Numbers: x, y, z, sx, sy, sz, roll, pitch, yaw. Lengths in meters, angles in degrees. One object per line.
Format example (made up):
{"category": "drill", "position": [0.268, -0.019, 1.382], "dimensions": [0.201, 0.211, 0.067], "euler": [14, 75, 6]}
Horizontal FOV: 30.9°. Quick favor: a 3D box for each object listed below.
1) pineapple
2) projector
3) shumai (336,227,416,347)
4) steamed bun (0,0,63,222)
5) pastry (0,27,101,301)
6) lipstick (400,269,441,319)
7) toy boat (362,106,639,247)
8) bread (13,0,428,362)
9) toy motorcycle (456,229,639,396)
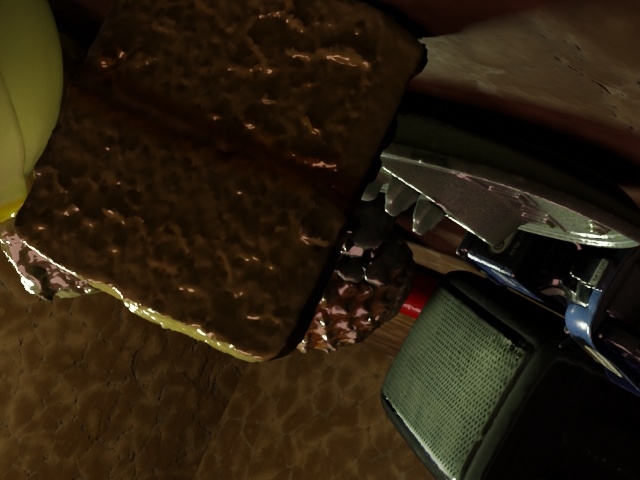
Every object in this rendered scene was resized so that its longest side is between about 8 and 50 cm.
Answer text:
{"category": "pineapple", "position": [0.000, -0.002, 1.298], "dimensions": [0.223, 0.222, 0.357], "euler": [25, 161, 0]}
{"category": "projector", "position": [0.318, 0.233, 1.433], "dimensions": [0.395, 0.242, 0.405], "euler": [28, -176, -14]}
{"category": "shumai", "position": [0.016, 0.036, 1.589], "dimensions": [0.175, 0.206, 0.166], "euler": [-121, 13, -54]}
{"category": "steamed bun", "position": [-0.396, -0.162, 0.986], "dimensions": [0.374, 0.333, 0.334], "euler": [21, 171, 38]}
{"category": "pastry", "position": [-0.291, -0.094, 1.299], "dimensions": [0.136, 0.329, 0.329], "euler": [-15, 164, 8]}
{"category": "lipstick", "position": [0.154, 0.085, 1.759], "dimensions": [0.241, 0.080, 0.080], "euler": [23, 172, 23]}
{"category": "toy boat", "position": [0.121, -0.045, 0.953], "dimensions": [0.320, 0.092, 0.141], "euler": [18, 171, 38]}
{"category": "bread", "position": [-0.049, -0.048, 0.867], "dimensions": [0.236, 0.263, 0.198], "euler": [20, 173, 28]}
{"category": "toy motorcycle", "position": [0.301, 0.074, 1.115], "dimensions": [0.358, 0.125, 0.213], "euler": [35, 176, -43]}
